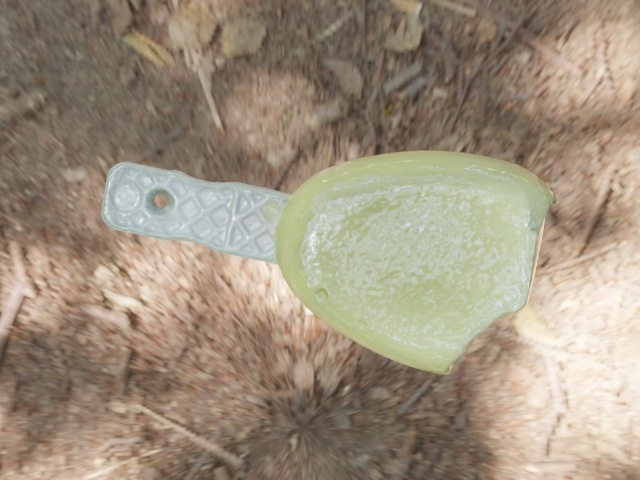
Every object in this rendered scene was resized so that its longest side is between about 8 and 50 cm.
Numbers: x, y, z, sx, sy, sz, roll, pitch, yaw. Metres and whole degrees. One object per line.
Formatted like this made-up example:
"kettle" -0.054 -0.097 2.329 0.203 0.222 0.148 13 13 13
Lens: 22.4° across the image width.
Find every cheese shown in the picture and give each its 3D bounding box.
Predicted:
"cheese" 0.000 0.000 0.925 0.256 0.050 0.127 10 99 6
